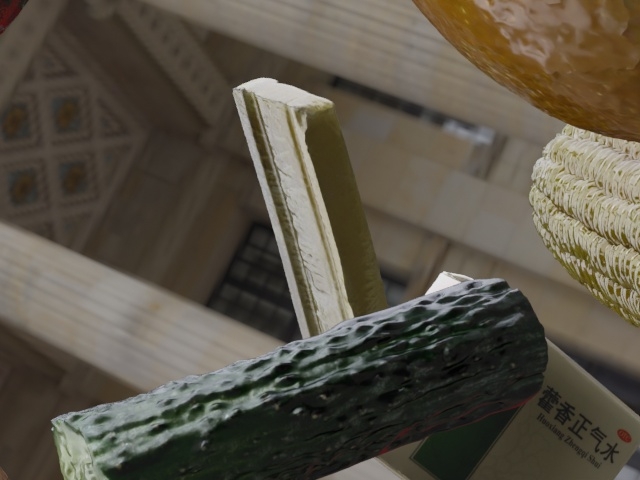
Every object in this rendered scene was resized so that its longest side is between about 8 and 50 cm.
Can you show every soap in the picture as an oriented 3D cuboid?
[{"bbox_3d":[0.001,0.000,1.199,0.037,0.092,0.252,-29,-58,-26],"label":"soap"}]

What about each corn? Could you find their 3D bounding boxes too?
[{"bbox_3d":[0.200,-0.007,0.835,0.344,0.131,0.131,-129,57,-77],"label":"corn"}]

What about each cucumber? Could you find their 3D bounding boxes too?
[{"bbox_3d":[-0.005,0.064,0.606,0.187,0.058,0.058,-18,-46,-14],"label":"cucumber"}]

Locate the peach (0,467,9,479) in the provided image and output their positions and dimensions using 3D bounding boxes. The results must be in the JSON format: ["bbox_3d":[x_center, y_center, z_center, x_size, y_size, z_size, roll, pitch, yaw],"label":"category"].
[{"bbox_3d":[-0.316,0.222,0.912,0.343,0.343,0.301,42,-136,-62],"label":"peach"}]

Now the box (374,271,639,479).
[{"bbox_3d":[0.146,0.156,1.370,0.212,0.095,0.168,39,-97,-22],"label":"box"}]

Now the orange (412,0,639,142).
[{"bbox_3d":[0.096,-0.123,0.428,0.206,0.206,0.206,-42,-36,-41],"label":"orange"}]

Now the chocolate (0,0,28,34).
[{"bbox_3d":[-0.278,-0.145,1.234,0.182,0.028,0.086,-45,-8,-1],"label":"chocolate"}]
